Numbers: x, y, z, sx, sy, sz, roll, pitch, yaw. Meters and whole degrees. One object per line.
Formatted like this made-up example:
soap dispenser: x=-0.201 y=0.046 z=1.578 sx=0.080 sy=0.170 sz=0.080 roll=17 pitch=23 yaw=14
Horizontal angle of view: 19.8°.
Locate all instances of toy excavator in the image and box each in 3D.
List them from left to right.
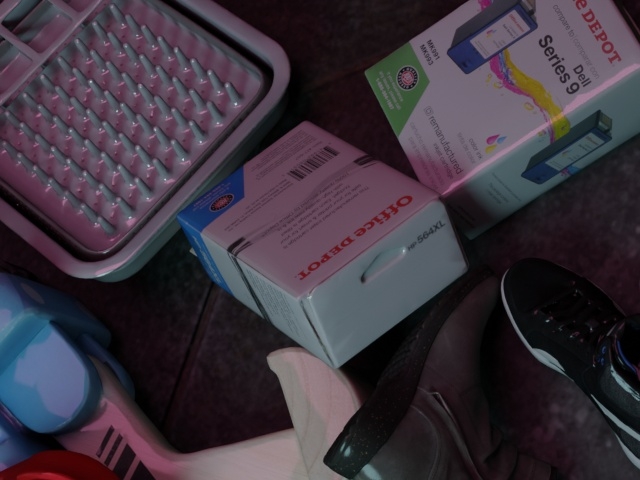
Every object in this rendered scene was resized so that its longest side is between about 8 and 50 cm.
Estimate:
toy excavator: x=-0.217 y=0.165 z=1.579 sx=0.433 sy=0.222 sz=0.445 roll=-46 pitch=70 yaw=5

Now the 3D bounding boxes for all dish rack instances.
dish rack: x=-0.203 y=-0.119 z=1.708 sx=0.333 sy=0.072 sz=0.285 roll=36 pitch=77 yaw=34

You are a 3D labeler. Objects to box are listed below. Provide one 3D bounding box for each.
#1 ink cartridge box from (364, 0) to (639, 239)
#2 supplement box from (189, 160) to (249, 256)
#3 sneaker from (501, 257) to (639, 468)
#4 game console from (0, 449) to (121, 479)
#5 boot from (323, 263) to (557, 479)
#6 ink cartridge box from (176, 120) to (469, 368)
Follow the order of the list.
ink cartridge box: x=0.166 y=-0.127 z=1.519 sx=0.212 sy=0.093 sz=0.154 roll=-32 pitch=58 yaw=13
supplement box: x=-0.063 y=-0.013 z=1.634 sx=0.062 sy=0.036 sz=0.098 roll=31 pitch=88 yaw=35
sneaker: x=0.216 y=0.068 z=1.389 sx=0.079 sy=0.121 sz=0.217 roll=-33 pitch=60 yaw=-13
game console: x=-0.266 y=0.379 z=1.501 sx=0.386 sy=0.060 sz=0.342 roll=-26 pitch=96 yaw=20
boot: x=0.120 y=0.144 z=1.441 sx=0.161 sy=0.083 sz=0.246 roll=37 pitch=51 yaw=0
ink cartridge box: x=0.000 y=0.000 z=1.507 sx=0.148 sy=0.086 sz=0.203 roll=-36 pitch=37 yaw=-16
